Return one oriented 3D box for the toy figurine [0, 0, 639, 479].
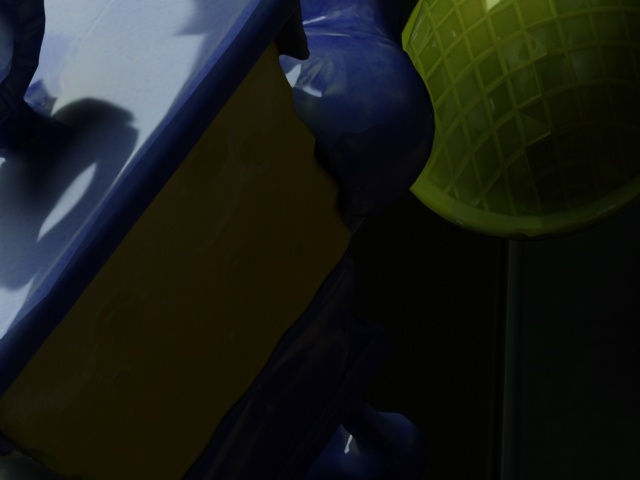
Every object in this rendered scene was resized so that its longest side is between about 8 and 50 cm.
[{"bbox_3d":[0.000,0.000,0.388,0.191,0.217,0.362,24,70,37],"label":"toy figurine"}]
